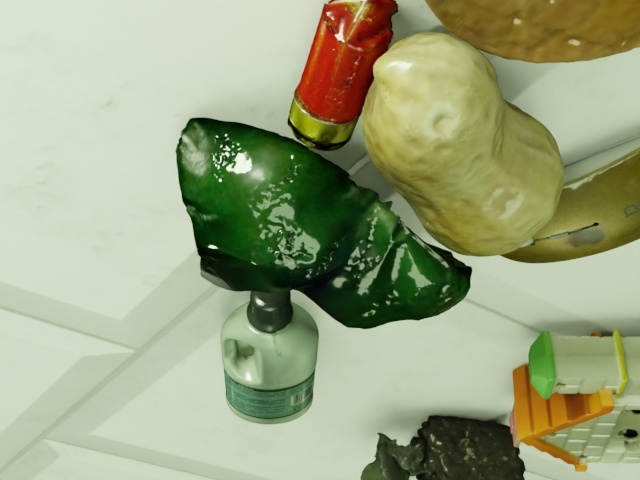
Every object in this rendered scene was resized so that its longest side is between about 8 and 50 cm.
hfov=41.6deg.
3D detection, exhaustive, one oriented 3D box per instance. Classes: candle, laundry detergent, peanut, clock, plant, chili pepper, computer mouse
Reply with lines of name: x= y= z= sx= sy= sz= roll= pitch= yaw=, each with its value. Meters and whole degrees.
candle: x=0.015 y=-0.121 z=0.567 sx=0.052 sy=0.052 sz=0.130 roll=8 pitch=141 yaw=-12
laundry detergent: x=-0.053 y=0.114 z=0.866 sx=0.099 sy=0.070 sz=0.225 roll=6 pitch=144 yaw=1
peanut: x=0.099 y=-0.062 z=0.575 sx=0.110 sy=0.120 sz=0.236 roll=-40 pitch=149 yaw=4
clock: x=0.348 y=0.176 z=0.944 sx=0.256 sy=0.106 sz=0.219 roll=1 pitch=143 yaw=5
plant: x=0.152 y=0.293 z=1.065 sx=0.203 sy=0.131 sz=0.142 roll=1 pitch=147 yaw=0
chili pepper: x=-0.006 y=0.005 z=0.670 sx=0.265 sy=0.116 sz=0.148 roll=32 pitch=167 yaw=-29
computer mouse: x=0.223 y=-0.030 z=0.701 sx=0.199 sy=0.044 sz=0.102 roll=-22 pitch=136 yaw=25

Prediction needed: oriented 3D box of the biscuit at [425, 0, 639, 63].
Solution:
biscuit: x=0.183 y=-0.230 z=0.423 sx=0.275 sy=0.052 sz=0.355 roll=15 pitch=143 yaw=-17
